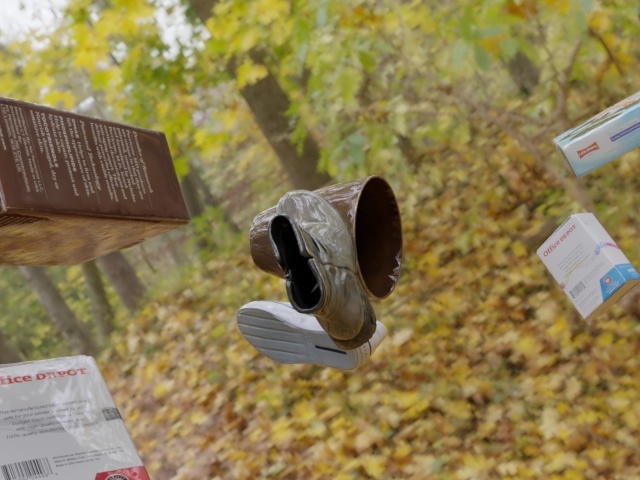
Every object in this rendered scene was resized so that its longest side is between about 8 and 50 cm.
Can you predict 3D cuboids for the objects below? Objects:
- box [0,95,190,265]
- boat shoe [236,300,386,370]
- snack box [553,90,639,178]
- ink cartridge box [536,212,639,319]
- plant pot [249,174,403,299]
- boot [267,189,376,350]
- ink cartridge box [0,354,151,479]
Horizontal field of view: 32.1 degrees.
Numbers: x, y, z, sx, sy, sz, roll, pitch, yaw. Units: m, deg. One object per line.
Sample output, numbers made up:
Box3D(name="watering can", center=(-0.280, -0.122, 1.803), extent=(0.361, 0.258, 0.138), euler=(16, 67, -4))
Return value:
Box3D(name="box", center=(-0.334, -0.058, 1.297), extent=(0.191, 0.143, 0.381), euler=(-19, -10, 20))
Box3D(name="boat shoe", center=(-0.011, 0.122, 1.480), extent=(0.226, 0.083, 0.076), euler=(15, 31, 40))
Box3D(name="snack box", center=(0.471, -0.177, 1.773), extent=(0.187, 0.060, 0.322), euler=(-29, 2, 11))
Box3D(name="ink cartridge box", center=(0.373, 0.034, 1.552), extent=(0.052, 0.122, 0.088), euler=(-7, -35, -45))
Box3D(name="plant pot", center=(0.000, 0.000, 1.958), extent=(0.230, 0.215, 0.215), euler=(-3, 22, 26))
Box3D(name="boot", center=(-0.014, 0.004, 1.326), extent=(0.083, 0.246, 0.161), euler=(-30, -36, 9))
Box3D(name="ink cartridge box", center=(-0.356, 0.290, 1.458), extent=(0.197, 0.273, 0.114), euler=(-4, -49, -31))
